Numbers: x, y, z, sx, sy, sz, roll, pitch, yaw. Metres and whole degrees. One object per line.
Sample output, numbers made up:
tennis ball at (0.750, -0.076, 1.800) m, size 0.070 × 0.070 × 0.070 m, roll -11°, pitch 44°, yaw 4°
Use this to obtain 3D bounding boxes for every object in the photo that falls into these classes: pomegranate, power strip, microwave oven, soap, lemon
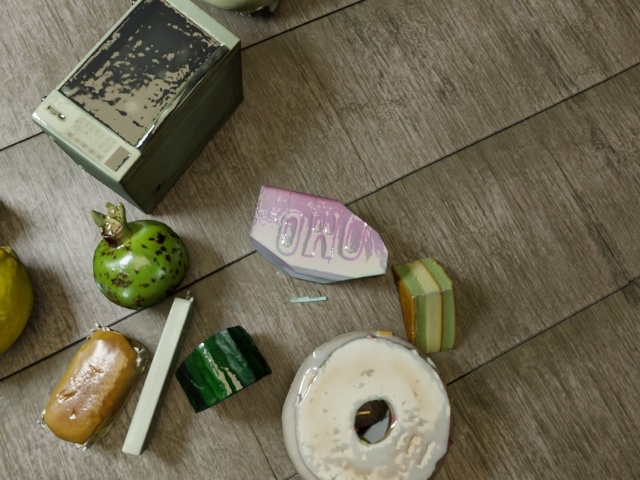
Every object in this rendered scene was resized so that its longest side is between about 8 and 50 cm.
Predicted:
pomegranate at (-0.407, 0.033, 1.152) m, size 0.211 × 0.263 × 0.211 m, roll -14°, pitch 44°, yaw 14°
power strip at (-0.349, 0.286, 1.167) m, size 0.043 × 0.106 × 0.367 m, roll 17°, pitch 77°, yaw -4°
microwave oven at (-0.386, -0.309, 1.171) m, size 0.247 × 0.333 × 0.394 m, roll 36°, pitch 77°, yaw -1°
soap at (0.000, 0.000, 1.253) m, size 0.324 × 0.109 × 0.192 m, roll 12°, pitch 78°, yaw -3°
lemon at (-0.747, 0.133, 1.085) m, size 0.293 × 0.293 × 0.293 m, roll 1°, pitch 78°, yaw -4°

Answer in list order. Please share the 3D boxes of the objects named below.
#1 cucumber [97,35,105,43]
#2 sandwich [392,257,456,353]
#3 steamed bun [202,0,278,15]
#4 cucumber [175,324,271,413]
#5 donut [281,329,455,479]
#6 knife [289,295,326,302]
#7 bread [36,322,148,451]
cucumber at (-0.513, -0.504, 1.343) m, size 0.112 × 0.064 × 0.064 m, roll -40°, pitch 84°, yaw -8°
sandwich at (0.253, 0.161, 1.288) m, size 0.117 × 0.144 × 0.187 m, roll -10°, pitch 115°, yaw -6°
steamed bun at (-0.223, -0.733, 1.325) m, size 0.312 × 0.233 × 0.333 m, roll 16°, pitch 69°, yaw 1°
cucumber at (-0.214, 0.287, 1.145) m, size 0.191 × 0.191 × 0.130 m, roll -32°, pitch 74°, yaw -10°
donut at (0.105, 0.387, 1.163) m, size 0.383 × 0.142 × 0.382 m, roll 1°, pitch 79°, yaw -4°
knife at (-0.031, 0.141, 1.273) m, size 0.091 × 0.005 × 0.014 m, roll -5°, pitch 80°, yaw -5°
bread at (-0.489, 0.316, 1.151) m, size 0.136 × 0.107 × 0.241 m, roll 28°, pitch 77°, yaw 4°
